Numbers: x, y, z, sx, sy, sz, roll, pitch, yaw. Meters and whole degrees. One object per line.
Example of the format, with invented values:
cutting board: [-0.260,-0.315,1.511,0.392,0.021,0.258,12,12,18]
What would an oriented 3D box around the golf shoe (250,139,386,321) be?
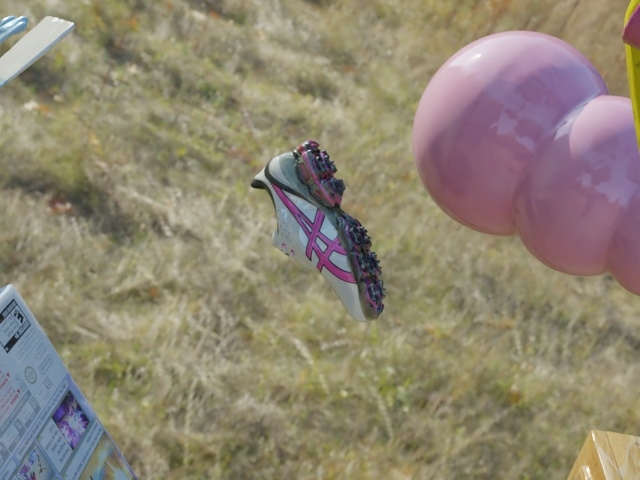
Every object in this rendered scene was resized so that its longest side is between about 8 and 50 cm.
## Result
golf shoe: [0.000,0.000,1.135,0.186,0.086,0.067,65,18,9]

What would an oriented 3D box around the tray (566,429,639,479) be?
tray: [0.159,0.300,0.535,0.076,0.203,0.411,12,30,-8]

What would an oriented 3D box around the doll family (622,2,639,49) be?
doll family: [0.188,-0.024,0.280,0.163,0.118,0.263,47,20,17]

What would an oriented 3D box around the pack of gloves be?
pack of gloves: [-0.378,-0.157,1.271,0.195,0.232,0.046,24,-24,51]

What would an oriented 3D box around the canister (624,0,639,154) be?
canister: [0.252,-0.088,0.670,0.170,0.126,0.073,-6,-2,-42]

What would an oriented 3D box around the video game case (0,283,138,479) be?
video game case: [-0.263,0.195,0.991,0.244,0.061,0.269,60,13,-14]

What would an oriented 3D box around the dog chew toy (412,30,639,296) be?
dog chew toy: [0.247,-0.061,1.114,0.332,0.207,0.206,38,24,30]
